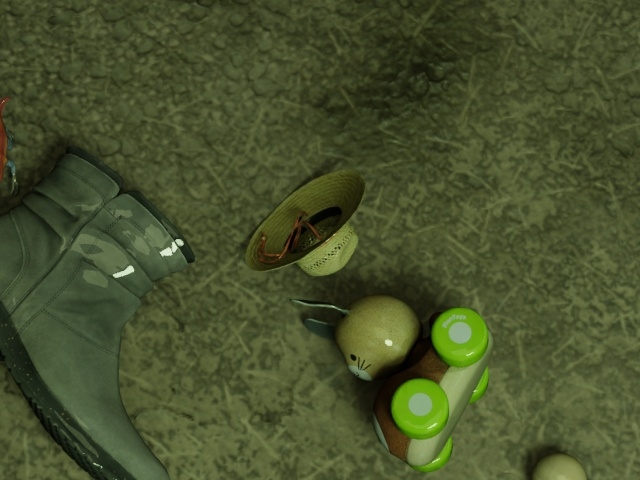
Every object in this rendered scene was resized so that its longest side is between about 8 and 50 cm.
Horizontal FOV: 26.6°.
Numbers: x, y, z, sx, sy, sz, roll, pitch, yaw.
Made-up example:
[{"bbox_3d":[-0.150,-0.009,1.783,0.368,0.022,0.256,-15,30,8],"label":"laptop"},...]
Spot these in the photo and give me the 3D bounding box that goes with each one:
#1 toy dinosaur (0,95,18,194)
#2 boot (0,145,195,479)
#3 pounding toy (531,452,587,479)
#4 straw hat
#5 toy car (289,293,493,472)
[{"bbox_3d":[-0.331,-0.088,1.364,0.047,0.090,0.082,-4,28,-13],"label":"toy dinosaur"},{"bbox_3d":[-0.202,0.075,1.298,0.222,0.118,0.338,-39,81,-18],"label":"boot"},{"bbox_3d":[0.239,0.322,1.228,0.182,0.110,0.237,25,74,6],"label":"pounding toy"},{"bbox_3d":[0.000,0.000,1.346,0.144,0.144,0.061,-45,117,-14],"label":"straw hat"},{"bbox_3d":[0.055,0.111,1.276,0.188,0.155,0.149,26,73,17],"label":"toy car"}]
